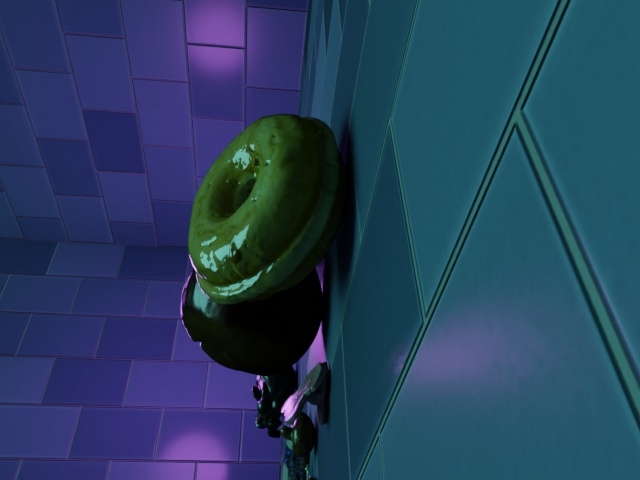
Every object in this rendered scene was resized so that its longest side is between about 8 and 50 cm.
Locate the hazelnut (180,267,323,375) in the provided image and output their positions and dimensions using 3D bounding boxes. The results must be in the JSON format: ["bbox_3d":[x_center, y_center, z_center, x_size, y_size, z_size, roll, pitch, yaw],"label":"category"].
[{"bbox_3d":[-0.165,0.167,1.524,0.429,0.401,0.403,114,160,-54],"label":"hazelnut"}]

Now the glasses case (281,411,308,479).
[{"bbox_3d":[-0.078,0.666,1.734,0.125,0.076,0.328,-105,18,-68],"label":"glasses case"}]

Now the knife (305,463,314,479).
[{"bbox_3d":[-0.028,0.630,1.500,0.166,0.022,0.078,103,162,-69],"label":"knife"}]

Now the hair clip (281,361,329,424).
[{"bbox_3d":[-0.033,0.349,1.308,0.123,0.102,0.138,-145,58,-80],"label":"hair clip"}]

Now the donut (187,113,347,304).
[{"bbox_3d":[-0.122,-0.070,1.216,0.448,0.198,0.449,-29,43,31],"label":"donut"}]

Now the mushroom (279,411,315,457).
[{"bbox_3d":[-0.052,0.515,1.526,0.109,0.084,0.126,57,-172,-24],"label":"mushroom"}]

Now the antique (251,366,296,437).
[{"bbox_3d":[-0.193,0.642,2.408,0.255,0.185,0.322,98,176,-54],"label":"antique"}]
